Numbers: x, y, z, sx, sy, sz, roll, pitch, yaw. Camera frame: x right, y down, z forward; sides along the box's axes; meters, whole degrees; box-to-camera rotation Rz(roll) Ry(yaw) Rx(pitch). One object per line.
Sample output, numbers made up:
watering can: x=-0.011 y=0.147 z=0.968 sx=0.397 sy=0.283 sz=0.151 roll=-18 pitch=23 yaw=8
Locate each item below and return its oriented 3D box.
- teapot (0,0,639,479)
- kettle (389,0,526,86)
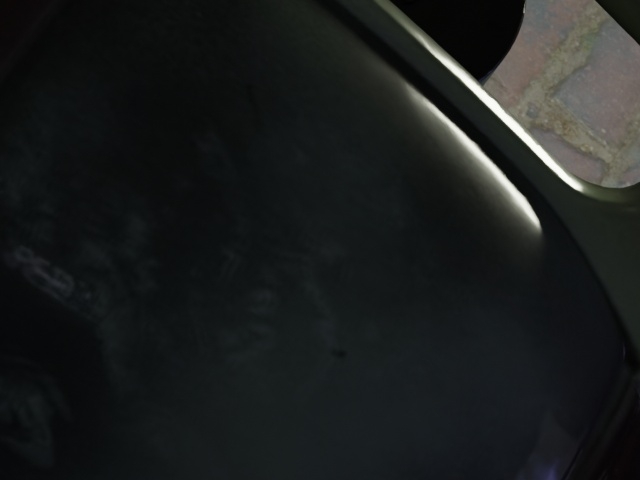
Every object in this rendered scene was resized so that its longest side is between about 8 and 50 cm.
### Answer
teapot: x=0.000 y=0.000 z=0.655 sx=0.315 sy=0.312 sz=0.233 roll=-55 pitch=180 yaw=9
kettle: x=0.044 y=-0.145 z=1.268 sx=0.221 sy=0.161 sz=0.236 roll=-49 pitch=176 yaw=-20
